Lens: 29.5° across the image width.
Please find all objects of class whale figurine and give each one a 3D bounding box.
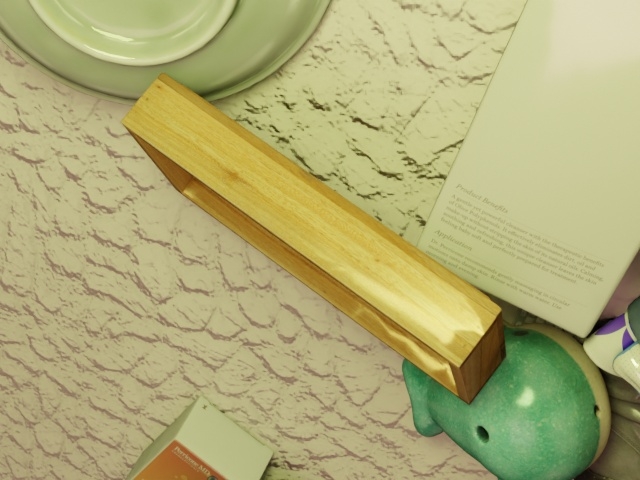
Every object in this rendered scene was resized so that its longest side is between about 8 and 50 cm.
[{"bbox_3d":[0.183,0.186,1.347,0.272,0.141,0.216,-1,105,47],"label":"whale figurine"}]

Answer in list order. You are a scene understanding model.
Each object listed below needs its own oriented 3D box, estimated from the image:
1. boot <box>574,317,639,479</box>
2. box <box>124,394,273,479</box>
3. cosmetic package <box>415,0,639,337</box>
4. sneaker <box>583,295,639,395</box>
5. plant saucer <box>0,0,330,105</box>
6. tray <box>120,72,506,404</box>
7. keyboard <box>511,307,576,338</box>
[{"bbox_3d":[0.444,0.209,1.309,0.338,0.118,0.223,9,120,11],"label":"boot"},{"bbox_3d":[-0.170,0.313,1.634,0.130,0.091,0.170,39,128,-6],"label":"box"},{"bbox_3d":[0.247,-0.114,1.127,0.197,0.155,0.366,27,125,5],"label":"cosmetic package"},{"bbox_3d":[0.345,0.043,1.128,0.236,0.130,0.323,-19,112,19],"label":"sneaker"},{"bbox_3d":[-0.178,-0.281,1.164,0.400,0.100,0.400,2,128,2],"label":"plant saucer"},{"bbox_3d":[0.000,0.000,1.226,0.411,0.076,0.203,35,171,18],"label":"tray"},{"bbox_3d":[0.265,0.053,1.332,0.072,0.014,0.256,21,128,7],"label":"keyboard"}]
